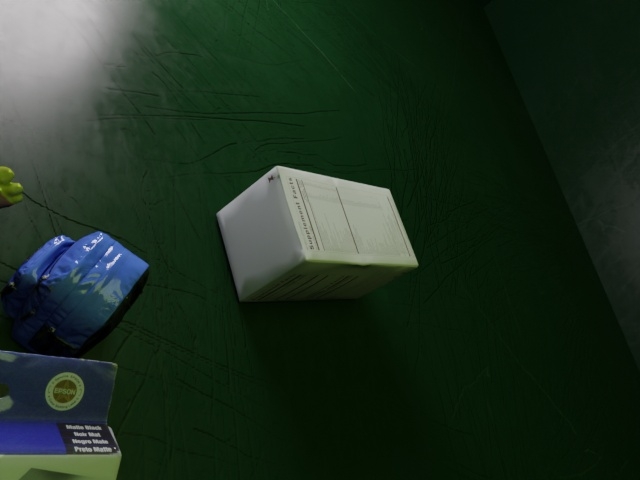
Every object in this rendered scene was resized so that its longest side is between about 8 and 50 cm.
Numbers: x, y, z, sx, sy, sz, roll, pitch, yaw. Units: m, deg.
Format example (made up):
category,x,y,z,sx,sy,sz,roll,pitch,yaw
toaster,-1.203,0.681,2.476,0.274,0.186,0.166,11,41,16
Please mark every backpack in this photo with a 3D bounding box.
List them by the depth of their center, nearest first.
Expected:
category,x,y,z,sx,sy,sz,roll,pitch,yaw
backpack,-0.226,0.049,0.528,0.101,0.120,0.097,41,39,-21

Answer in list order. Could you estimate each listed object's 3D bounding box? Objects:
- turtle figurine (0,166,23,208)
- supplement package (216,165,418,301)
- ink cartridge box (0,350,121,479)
category,x,y,z,sx,sy,sz,roll,pitch,yaw
turtle figurine,-0.342,-0.003,0.462,0.270,0.087,0.217,39,32,-15
supplement package,0.000,0.000,0.814,0.244,0.134,0.138,6,60,-48
ink cartridge box,-0.252,0.184,0.380,0.223,0.045,0.223,18,78,-41
